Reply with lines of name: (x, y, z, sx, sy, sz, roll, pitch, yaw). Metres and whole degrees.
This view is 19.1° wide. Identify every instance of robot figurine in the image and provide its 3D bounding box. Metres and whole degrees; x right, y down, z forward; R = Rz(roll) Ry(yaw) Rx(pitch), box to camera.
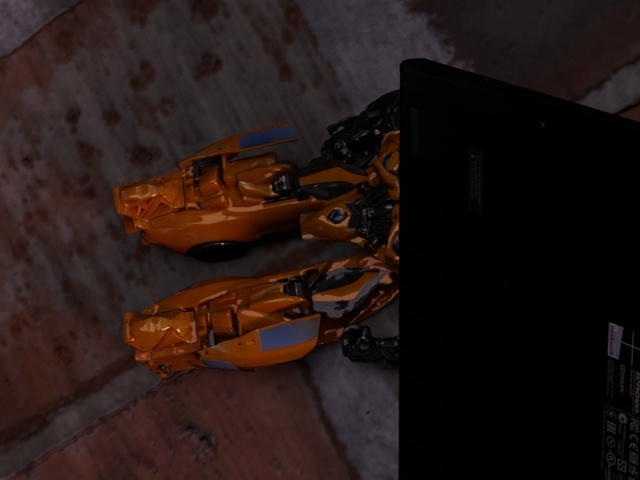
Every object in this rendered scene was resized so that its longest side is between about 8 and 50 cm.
robot figurine: (0.000, 0.000, 1.360, 0.291, 0.085, 0.211, -13, 69, 15)

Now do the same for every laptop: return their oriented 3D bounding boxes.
laptop: (0.263, 0.094, 1.152, 0.408, 0.236, 0.381, 23, 121, 47)
